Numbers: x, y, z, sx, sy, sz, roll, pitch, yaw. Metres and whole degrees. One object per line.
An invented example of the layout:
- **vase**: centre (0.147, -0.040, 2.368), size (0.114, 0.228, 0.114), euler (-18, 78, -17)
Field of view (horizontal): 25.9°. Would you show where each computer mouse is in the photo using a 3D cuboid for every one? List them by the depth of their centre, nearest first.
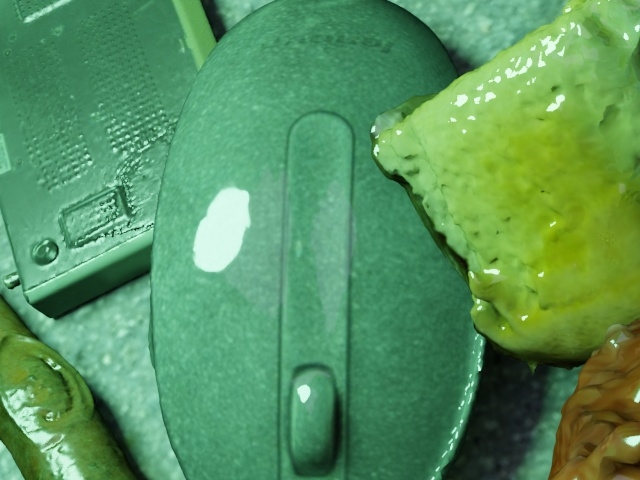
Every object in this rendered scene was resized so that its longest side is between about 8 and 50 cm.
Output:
- **computer mouse**: centre (-0.002, -0.001, 0.848), size (0.203, 0.114, 0.374), euler (0, 68, 0)

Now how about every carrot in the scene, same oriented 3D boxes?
- **carrot**: centre (-0.213, 0.083, 0.944), size (0.070, 0.070, 0.342), euler (-42, 60, 0)

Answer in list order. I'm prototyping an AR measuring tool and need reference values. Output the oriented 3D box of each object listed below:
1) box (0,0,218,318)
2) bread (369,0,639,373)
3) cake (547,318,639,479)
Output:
- **box**: centre (-0.163, -0.098, 1.010), size (0.210, 0.045, 0.270), euler (-25, 62, 8)
- **bread**: centre (0.186, -0.044, 0.761), size (0.262, 0.162, 0.204), euler (-33, 94, -8)
- **cake**: centre (0.239, 0.188, 0.570), size (0.319, 0.269, 0.270), euler (10, 102, 16)
